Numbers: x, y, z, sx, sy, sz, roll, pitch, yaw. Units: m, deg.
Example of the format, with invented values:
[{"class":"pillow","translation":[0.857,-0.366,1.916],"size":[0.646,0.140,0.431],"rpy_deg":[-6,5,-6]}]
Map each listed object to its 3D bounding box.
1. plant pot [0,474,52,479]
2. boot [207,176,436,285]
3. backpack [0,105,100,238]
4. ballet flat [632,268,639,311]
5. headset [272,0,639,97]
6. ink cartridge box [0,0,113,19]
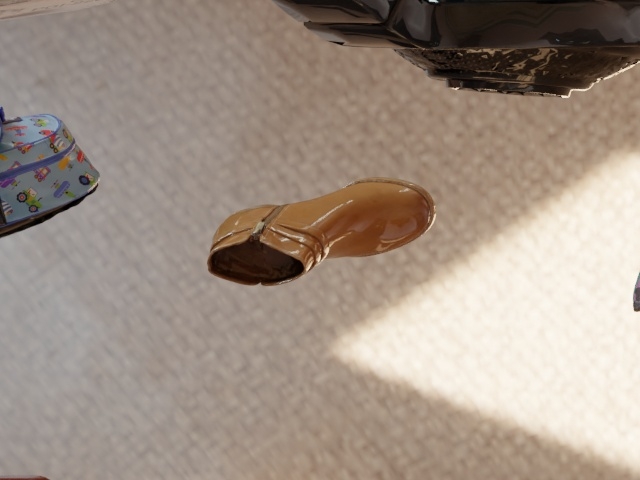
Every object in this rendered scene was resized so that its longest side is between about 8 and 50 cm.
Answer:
[{"class":"plant pot","translation":[-0.241,0.251,0.950],"size":[0.267,0.267,0.236],"rpy_deg":[-4,20,24]},{"class":"boot","translation":[0.000,0.000,1.670],"size":[0.197,0.152,0.073],"rpy_deg":[-10,101,11]},{"class":"backpack","translation":[-0.288,-0.063,1.651],"size":[0.173,0.117,0.158],"rpy_deg":[-20,17,-14]},{"class":"ballet flat","translation":[0.383,0.085,1.724],"size":[0.221,0.077,0.079],"rpy_deg":[25,97,-5]},{"class":"headset","translation":[0.116,-0.159,0.702],"size":[0.185,0.394,0.243],"rpy_deg":[10,76,50]},{"class":"ink cartridge box","translation":[-0.170,-0.192,0.755],"size":[0.158,0.092,0.218],"rpy_deg":[-12,92,-25]}]
